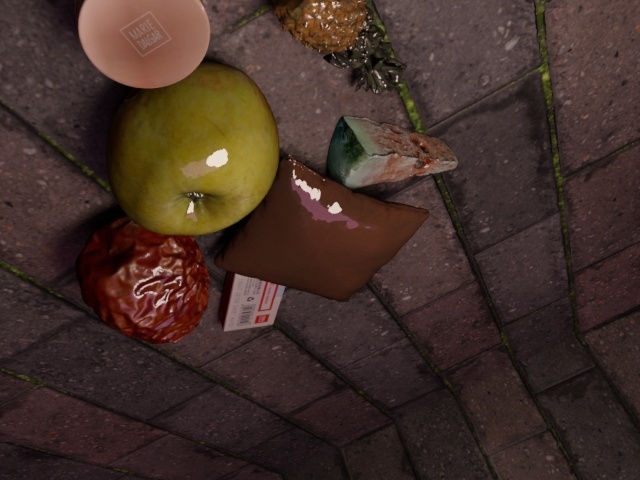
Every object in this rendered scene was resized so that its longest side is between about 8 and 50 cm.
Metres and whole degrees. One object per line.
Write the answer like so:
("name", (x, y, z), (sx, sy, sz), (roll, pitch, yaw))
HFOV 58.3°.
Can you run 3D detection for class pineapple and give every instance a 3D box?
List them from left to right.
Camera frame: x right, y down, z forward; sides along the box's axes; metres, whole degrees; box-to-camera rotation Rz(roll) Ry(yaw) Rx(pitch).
("pineapple", (0.043, -0.283, 0.803), (0.125, 0.125, 0.251), (-36, 145, 18))

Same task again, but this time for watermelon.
("watermelon", (0.137, -0.144, 1.051), (0.241, 0.094, 0.154), (-7, 148, -22))

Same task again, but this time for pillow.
("pillow", (0.000, 0.000, 1.067), (0.308, 0.108, 0.305), (19, 135, -25))

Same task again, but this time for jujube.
("jujube", (-0.292, 0.067, 0.983), (0.213, 0.213, 0.232), (-25, 150, 4))

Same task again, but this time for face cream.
("face cream", (-0.215, -0.275, 0.690), (0.149, 0.104, 0.149), (-14, 142, -11))

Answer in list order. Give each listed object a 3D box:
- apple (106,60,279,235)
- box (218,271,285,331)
("apple", (-0.177, -0.124, 0.821), (0.261, 0.194, 0.261), (-12, 149, -8))
("box", (-0.145, 0.108, 1.240), (0.123, 0.050, 0.229), (-6, 140, -23))
